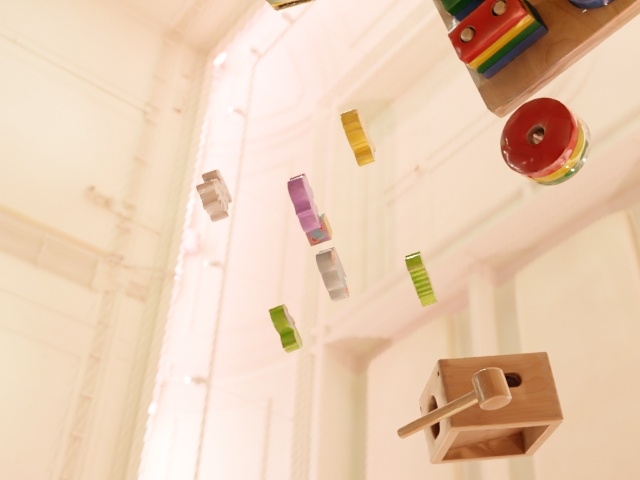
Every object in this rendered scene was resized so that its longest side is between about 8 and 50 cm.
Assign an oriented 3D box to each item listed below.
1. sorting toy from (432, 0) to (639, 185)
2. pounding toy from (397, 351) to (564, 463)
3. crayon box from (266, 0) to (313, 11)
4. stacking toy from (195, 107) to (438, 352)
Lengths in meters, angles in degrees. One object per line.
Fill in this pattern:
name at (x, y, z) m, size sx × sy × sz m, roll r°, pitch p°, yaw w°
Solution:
sorting toy at (0.120, -0.174, 0.552) m, size 0.132 × 0.046 × 0.274 m, roll -38°, pitch -127°, yaw 28°
pounding toy at (0.166, 0.169, 1.014) m, size 0.206 × 0.181 × 0.094 m, roll 99°, pitch -14°, yaw -58°
crayon box at (0.120, -0.303, 0.466) m, size 0.363 × 0.106 × 0.313 m, roll -2°, pitch -119°, yaw 44°
stacking toy at (0.000, 0.000, 0.886) m, size 0.167 × 0.221 × 0.052 m, roll -20°, pitch -158°, yaw 10°
